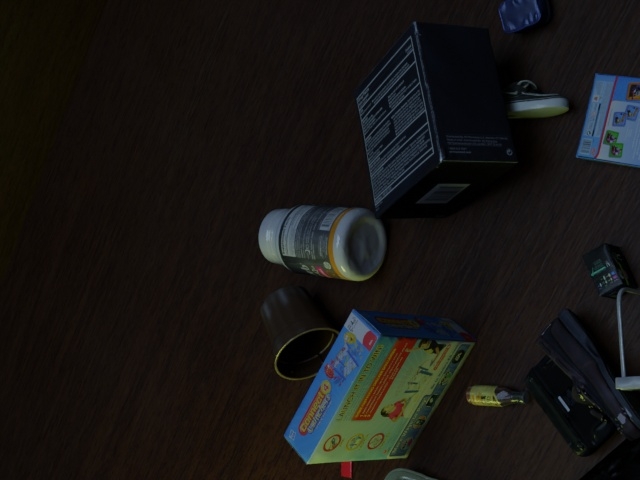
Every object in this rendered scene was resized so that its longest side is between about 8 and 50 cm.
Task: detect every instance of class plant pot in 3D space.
[{"bbox_3d":[-0.054,0.201,2.270,0.167,0.167,0.165,-54,43,24],"label":"plant pot"}]

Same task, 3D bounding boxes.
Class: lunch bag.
[{"bbox_3d":[0.406,-0.449,1.981,0.098,0.065,0.067,-13,89,42],"label":"lunch bag"}]

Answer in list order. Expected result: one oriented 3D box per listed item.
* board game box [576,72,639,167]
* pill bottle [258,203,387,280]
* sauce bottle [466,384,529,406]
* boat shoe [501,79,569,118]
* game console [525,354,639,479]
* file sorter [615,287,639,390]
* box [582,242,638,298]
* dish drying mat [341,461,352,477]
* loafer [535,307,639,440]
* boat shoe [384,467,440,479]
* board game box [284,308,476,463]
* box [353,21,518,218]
[{"bbox_3d":[0.575,-0.210,1.790,0.211,0.039,0.160,17,95,45],"label":"board game box"},{"bbox_3d":[0.000,0.000,2.240,0.278,0.162,0.162,5,87,46],"label":"pill bottle"},{"bbox_3d":[0.343,0.301,1.933,0.128,0.042,0.042,-7,79,46],"label":"sauce bottle"},{"bbox_3d":[0.389,-0.279,1.959,0.219,0.077,0.070,4,87,47],"label":"boat shoe"},{"bbox_3d":[0.496,0.334,1.763,0.213,0.044,0.361,-46,48,16],"label":"game console"},{"bbox_3d":[0.631,0.146,1.571,0.277,0.193,0.173,-13,72,43],"label":"file sorter"},{"bbox_3d":[0.518,0.055,1.786,0.052,0.062,0.083,-36,60,34],"label":"box"},{"bbox_3d":[0.058,0.481,2.210,0.032,0.008,0.083,-6,79,43],"label":"dish drying mat"},{"bbox_3d":[0.468,0.244,1.733,0.095,0.109,0.302,-41,34,15],"label":"loafer"},{"bbox_3d":[0.235,0.530,1.995,0.233,0.084,0.079,15,132,38],"label":"boat shoe"},{"bbox_3d":[0.121,0.291,1.972,0.086,0.302,0.308,43,113,40],"label":"board game box"},{"bbox_3d":[0.221,-0.230,1.986,0.296,0.182,0.294,138,126,-60],"label":"box"}]
